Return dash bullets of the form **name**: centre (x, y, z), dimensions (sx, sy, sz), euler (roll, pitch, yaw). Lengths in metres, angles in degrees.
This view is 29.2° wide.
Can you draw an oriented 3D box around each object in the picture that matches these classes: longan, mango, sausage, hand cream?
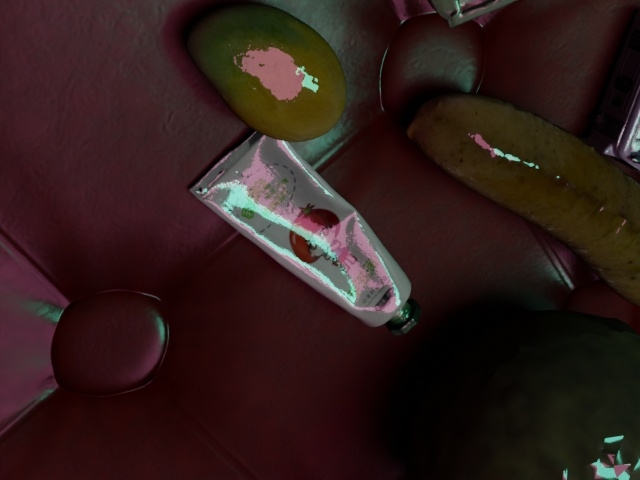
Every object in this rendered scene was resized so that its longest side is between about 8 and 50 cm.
- **longan**: centre (0.300, 0.284, 1.560), dimensions (0.391, 0.391, 0.391), euler (-11, 119, -21)
- **mango**: centre (-0.056, -0.183, 1.329), dimensions (0.195, 0.092, 0.130), euler (23, 104, -24)
- **sausage**: centre (0.312, -0.058, 1.551), dimensions (0.501, 0.123, 0.136), euler (30, 131, -34)
- **hand cream**: centre (0.000, 0.000, 1.468), dimensions (0.121, 0.076, 0.336), euler (-47, 119, -1)

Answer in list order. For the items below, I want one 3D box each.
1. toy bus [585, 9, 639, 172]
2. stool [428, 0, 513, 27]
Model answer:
- **toy bus**: centre (0.420, -0.185, 1.553), dimensions (0.108, 0.096, 0.199), euler (11, 107, -26)
- **stool**: centre (0.194, -0.396, 1.246), dimensions (0.270, 0.170, 0.243), euler (-21, 124, 8)
